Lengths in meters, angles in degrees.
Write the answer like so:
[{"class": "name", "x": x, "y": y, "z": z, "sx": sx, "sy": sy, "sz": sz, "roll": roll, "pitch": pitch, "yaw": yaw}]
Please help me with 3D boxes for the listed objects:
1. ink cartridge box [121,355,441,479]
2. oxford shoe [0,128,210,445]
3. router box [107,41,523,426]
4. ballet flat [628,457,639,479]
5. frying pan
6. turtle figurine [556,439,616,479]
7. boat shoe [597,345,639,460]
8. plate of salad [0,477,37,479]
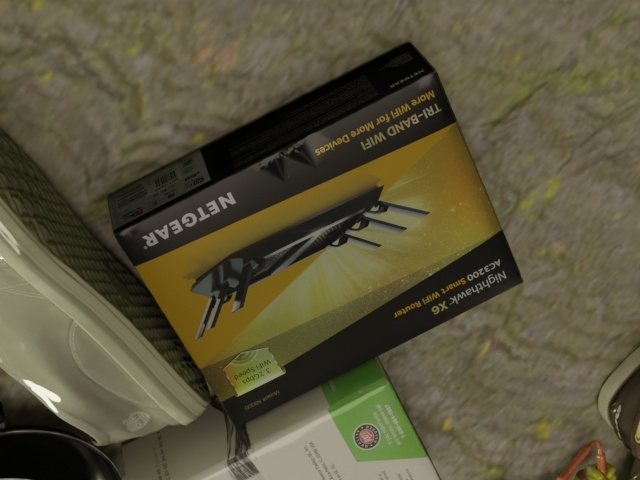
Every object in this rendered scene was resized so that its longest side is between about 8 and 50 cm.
[{"class": "ink cartridge box", "x": -0.032, "y": 0.239, "z": 1.219, "sx": 0.273, "sy": 0.114, "sz": 0.198, "roll": -27, "pitch": 121, "yaw": 0}, {"class": "oxford shoe", "x": -0.255, "y": 0.027, "z": 1.022, "sx": 0.130, "sy": 0.169, "sz": 0.449, "roll": -31, "pitch": 126, "yaw": 5}, {"class": "router box", "x": 0.000, "y": 0.000, "z": 1.117, "sx": 0.309, "sy": 0.081, "sz": 0.243, "roll": -28, "pitch": 121, "yaw": 1}, {"class": "ballet flat", "x": 0.373, "y": 0.331, "z": 1.355, "sx": 0.086, "sy": 0.086, "sz": 0.248, "roll": -6, "pitch": 98, "yaw": -11}, {"class": "frying pan", "x": -0.321, "y": 0.207, "z": 1.149, "sx": 0.197, "sy": 0.053, "sz": 0.326, "roll": -32, "pitch": 126, "yaw": 7}, {"class": "turtle figurine", "x": 0.241, "y": 0.347, "z": 1.364, "sx": 0.269, "sy": 0.087, "sz": 0.217, "roll": -50, "pitch": 130, "yaw": -3}, {"class": "boat shoe", "x": 0.423, "y": 0.097, "z": 1.272, "sx": 0.117, "sy": 0.096, "sz": 0.324, "roll": 31, "pitch": 107, "yaw": -27}, {"class": "plate of salad", "x": -0.299, "y": 0.289, "z": 1.160, "sx": 0.200, "sy": 0.048, "sz": 0.199, "roll": -7, "pitch": 126, "yaw": -9}]
